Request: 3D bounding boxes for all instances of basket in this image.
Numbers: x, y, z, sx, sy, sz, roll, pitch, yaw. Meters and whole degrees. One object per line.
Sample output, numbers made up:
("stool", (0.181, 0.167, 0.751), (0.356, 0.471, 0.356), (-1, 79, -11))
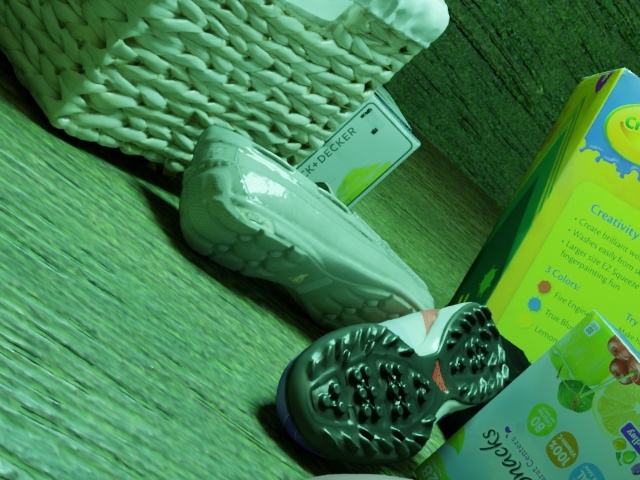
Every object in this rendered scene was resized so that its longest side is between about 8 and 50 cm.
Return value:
("basket", (-0.124, -0.247, 1.254), (0.331, 0.266, 0.328), (50, 17, 31))

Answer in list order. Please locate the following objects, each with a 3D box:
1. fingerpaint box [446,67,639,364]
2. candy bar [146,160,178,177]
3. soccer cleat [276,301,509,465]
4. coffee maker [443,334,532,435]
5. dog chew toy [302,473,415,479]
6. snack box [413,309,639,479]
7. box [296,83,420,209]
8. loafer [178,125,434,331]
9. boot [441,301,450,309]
("fingerpaint box", (0.404, 0.081, 1.574), (0.445, 0.371, 0.163), (30, -2, -8))
("candy bar", (-0.175, -0.114, 1.308), (0.040, 0.018, 0.161), (28, 21, -49))
("soccer cleat", (0.040, 0.117, 1.117), (0.318, 0.116, 0.108), (-12, 86, -59))
("coffee maker", (0.169, 0.176, 1.362), (0.171, 0.120, 0.178), (17, 19, -19))
("dog chew toy", (0.043, 0.235, 0.387), (0.331, 0.207, 0.206), (59, 15, 21))
("snack box", (0.202, 0.188, 1.118), (0.070, 0.207, 0.174), (35, 14, -46))
("box", (0.011, -0.128, 1.693), (0.087, 0.169, 0.290), (45, 9, -18))
("loafer", (0.000, 0.000, 1.259), (0.319, 0.112, 0.111), (35, 47, -46))
("boot", (0.268, 0.136, 1.674), (0.244, 0.176, 0.088), (47, 9, -2))
